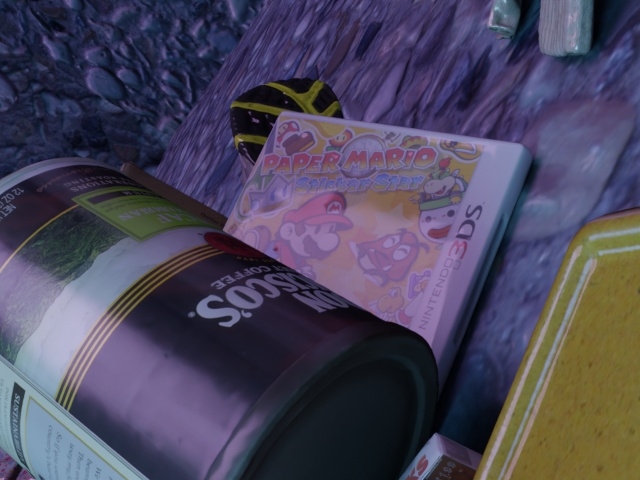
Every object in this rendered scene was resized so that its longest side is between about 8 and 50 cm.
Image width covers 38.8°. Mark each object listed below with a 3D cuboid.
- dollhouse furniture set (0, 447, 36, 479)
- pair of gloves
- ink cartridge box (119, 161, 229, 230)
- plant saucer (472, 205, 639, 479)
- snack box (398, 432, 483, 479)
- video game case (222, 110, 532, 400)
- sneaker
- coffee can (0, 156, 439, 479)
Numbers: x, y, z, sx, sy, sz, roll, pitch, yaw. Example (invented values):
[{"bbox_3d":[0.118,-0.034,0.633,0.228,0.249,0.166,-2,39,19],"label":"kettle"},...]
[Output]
[{"bbox_3d":[-0.325,0.164,1.121,0.356,0.174,0.303,-10,39,21],"label":"dollhouse furniture set"},{"bbox_3d":[0.171,-0.257,0.725,0.240,0.042,0.204,-108,23,-70],"label":"pair of gloves"},{"bbox_3d":[-0.140,0.052,0.948,0.088,0.235,0.193,-50,19,32],"label":"ink cartridge box"},{"bbox_3d":[0.130,0.102,0.277,0.333,0.081,0.333,-65,12,-12],"label":"plant saucer"},{"bbox_3d":[0.038,0.185,0.482,0.178,0.064,0.022,-57,17,16],"label":"snack box"},{"bbox_3d":[0.020,0.004,0.685,0.227,0.026,0.206,13,71,35],"label":"video game case"},{"bbox_3d":[0.000,0.000,0.851,0.384,0.145,0.147,-97,-4,-48],"label":"sneaker"},{"bbox_3d":[-0.095,0.087,0.574,0.275,0.201,0.201,27,88,33],"label":"coffee can"}]
